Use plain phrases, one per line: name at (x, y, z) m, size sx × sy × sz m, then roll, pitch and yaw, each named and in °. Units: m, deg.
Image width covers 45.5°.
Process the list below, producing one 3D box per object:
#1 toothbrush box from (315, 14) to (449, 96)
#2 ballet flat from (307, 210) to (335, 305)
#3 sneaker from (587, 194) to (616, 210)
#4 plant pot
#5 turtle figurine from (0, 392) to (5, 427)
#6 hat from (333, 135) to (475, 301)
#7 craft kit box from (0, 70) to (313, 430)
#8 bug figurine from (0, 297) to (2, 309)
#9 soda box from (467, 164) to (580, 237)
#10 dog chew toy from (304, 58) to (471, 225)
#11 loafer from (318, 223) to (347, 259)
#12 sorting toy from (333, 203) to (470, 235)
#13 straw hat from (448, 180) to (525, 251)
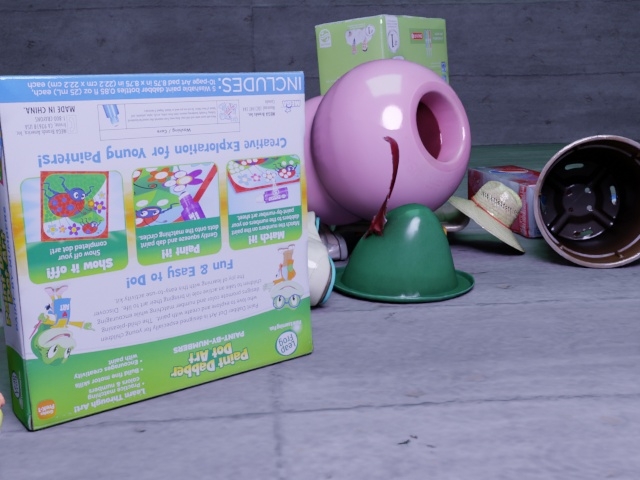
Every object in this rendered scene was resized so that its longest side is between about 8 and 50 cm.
toothbrush box at (0.107, -0.196, 1.188) m, size 0.122 × 0.283 × 0.206 m, roll 1°, pitch 13°, yaw 36°
ballet flat at (-0.036, 0.010, 0.899) m, size 0.086 × 0.086 × 0.248 m, roll -2°, pitch 11°, yaw -6°
sneaker at (0.503, -0.049, 1.209) m, size 0.084 × 0.058 × 0.152 m, roll -14°, pitch 8°, yaw -17°
plant pot at (0.362, -0.053, 1.031) m, size 0.167 × 0.167 × 0.165 m, roll 0°, pitch 4°, yaw 8°
turtle figurine at (-0.264, 0.133, 0.330) m, size 0.269 × 0.087 × 0.217 m, roll 1°, pitch 16°, yaw -35°
hat at (0.096, -0.037, 0.876) m, size 0.173 × 0.183 × 0.208 m, roll -6°, pitch 12°, yaw -24°
craft kit box at (-0.120, -0.005, 0.599) m, size 0.250 × 0.246 × 0.061 m, roll -9°, pitch 11°, yaw -36°
bug figurine at (-0.192, 0.048, 0.771) m, size 0.216 × 0.072 × 0.279 m, roll 4°, pitch 11°, yaw 13°
soda box at (0.331, -0.070, 1.267) m, size 0.092 × 0.083 × 0.263 m, roll -4°, pitch 12°, yaw -8°
dog chew toy at (0.033, -0.112, 1.016) m, size 0.206 × 0.206 × 0.332 m, roll -12°, pitch 1°, yaw -42°
loafer at (0.000, 0.000, 1.068) m, size 0.039 × 0.045 × 0.125 m, roll -12°, pitch 17°, yaw -15°
sorting toy at (0.120, -0.022, 1.157) m, size 0.196 × 0.047 × 0.347 m, roll -4°, pitch 11°, yaw 6°
straw hat at (0.246, -0.048, 1.067) m, size 0.144 × 0.061 × 0.144 m, roll 31°, pitch 14°, yaw -8°
